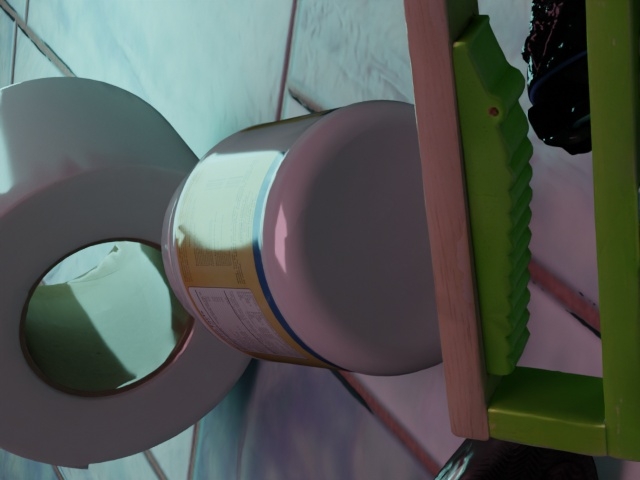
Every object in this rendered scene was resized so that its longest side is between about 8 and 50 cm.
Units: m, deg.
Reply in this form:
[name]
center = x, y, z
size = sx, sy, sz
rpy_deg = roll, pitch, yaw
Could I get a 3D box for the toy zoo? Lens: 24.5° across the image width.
[toy zoo]
center = 0.170, -0.004, 0.417
size = 0.293, 0.030, 0.192
rpy_deg = 7, 124, 24

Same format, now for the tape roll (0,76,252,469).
[tape roll]
center = -0.180, 0.020, 1.094
size = 0.169, 0.246, 0.246
rpy_deg = 49, 134, 52

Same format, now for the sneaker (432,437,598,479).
[sneaker]
center = 0.048, 0.165, 0.799
size = 0.162, 0.106, 0.281
rpy_deg = -119, 36, -48

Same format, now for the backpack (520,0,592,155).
[backpack]
center = 0.172, -0.084, 0.478
size = 0.173, 0.158, 0.117
rpy_deg = -29, 46, 47

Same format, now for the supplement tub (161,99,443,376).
[supplement tub]
center = 0.000, 0.000, 0.837
size = 0.199, 0.144, 0.144
rpy_deg = 178, 90, -64
